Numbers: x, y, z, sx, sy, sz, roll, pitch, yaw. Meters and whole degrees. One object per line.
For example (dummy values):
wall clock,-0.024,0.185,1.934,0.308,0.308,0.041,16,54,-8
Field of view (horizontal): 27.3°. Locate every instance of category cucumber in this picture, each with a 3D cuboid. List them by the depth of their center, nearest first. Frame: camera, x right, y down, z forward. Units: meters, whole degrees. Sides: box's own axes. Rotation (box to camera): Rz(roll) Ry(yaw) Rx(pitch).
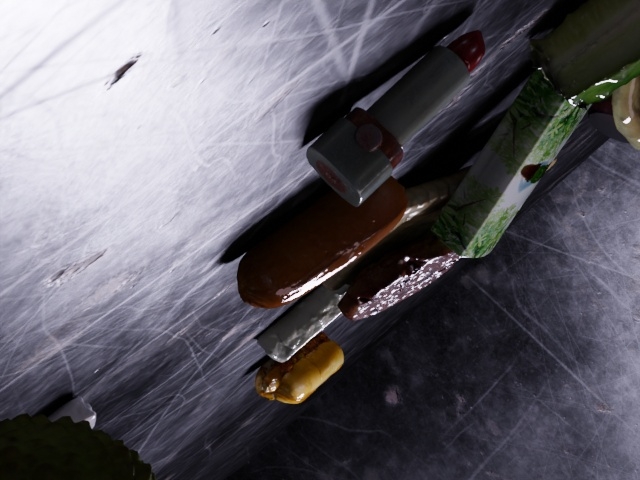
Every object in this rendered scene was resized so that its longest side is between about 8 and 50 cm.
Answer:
cucumber,0.379,-0.264,1.366,0.325,0.105,0.145,-39,171,28

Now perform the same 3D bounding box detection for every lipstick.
lipstick,0.075,-0.115,1.097,0.186,0.063,0.057,-45,174,-13

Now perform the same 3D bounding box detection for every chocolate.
chocolate,0.479,-0.230,2.035,0.127,0.124,0.133,43,63,-44

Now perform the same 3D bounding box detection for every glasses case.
glasses case,0.246,-0.102,1.610,0.095,0.062,0.272,-4,133,-51

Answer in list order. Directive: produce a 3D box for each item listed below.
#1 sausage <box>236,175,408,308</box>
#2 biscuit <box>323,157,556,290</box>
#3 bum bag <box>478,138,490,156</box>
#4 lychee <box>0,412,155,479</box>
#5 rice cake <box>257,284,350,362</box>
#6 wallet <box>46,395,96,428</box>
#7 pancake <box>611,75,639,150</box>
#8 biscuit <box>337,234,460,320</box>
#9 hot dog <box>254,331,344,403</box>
sausage,0.000,0.000,1.301,0.197,0.076,0.076,-35,170,-22
biscuit,0.158,-0.036,1.751,0.325,0.044,0.217,-19,158,-40
bum bag,0.274,-0.120,1.902,0.107,0.060,0.232,-39,172,6
lychee,-0.254,0.274,0.981,0.320,0.270,0.270,-25,165,-31
rice cake,0.018,0.078,1.865,0.256,0.052,0.057,-41,141,5
wallet,-0.297,0.218,1.278,0.190,0.033,0.095,-36,172,-25
pancake,0.524,-0.264,1.926,0.294,0.049,0.294,-31,136,-37
biscuit,0.107,0.044,1.734,0.192,0.049,0.192,-26,169,-6
hot dog,-0.032,0.208,2.210,0.249,0.102,0.076,-29,125,-62
